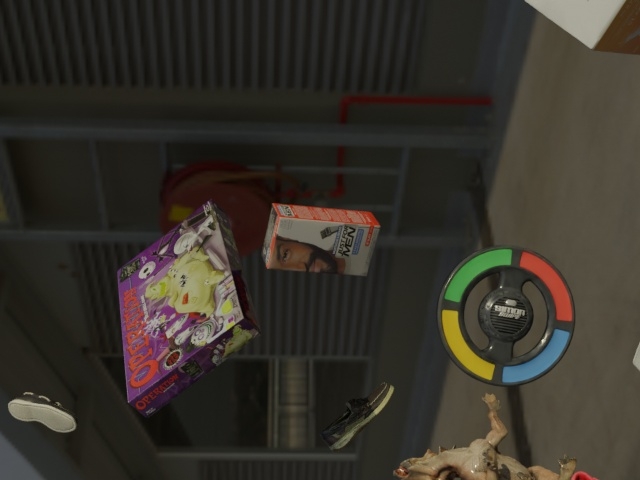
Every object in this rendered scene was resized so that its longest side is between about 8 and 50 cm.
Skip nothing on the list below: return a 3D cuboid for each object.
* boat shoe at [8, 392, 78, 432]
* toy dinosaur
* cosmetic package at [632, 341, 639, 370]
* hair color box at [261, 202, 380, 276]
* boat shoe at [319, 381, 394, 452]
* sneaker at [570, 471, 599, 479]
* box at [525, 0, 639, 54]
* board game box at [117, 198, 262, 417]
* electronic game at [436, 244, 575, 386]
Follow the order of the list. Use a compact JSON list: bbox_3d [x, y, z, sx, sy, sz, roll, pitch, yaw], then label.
[{"bbox_3d":[-0.417,0.260,1.535,0.038,0.125,0.046,-45,-46,-53],"label":"boat shoe"},{"bbox_3d":[0.282,0.387,1.593,0.127,0.295,0.200,-38,-25,-41],"label":"toy dinosaur"},{"bbox_3d":[0.659,0.199,1.697,0.184,0.151,0.152,-120,35,-54],"label":"cosmetic package"},{"bbox_3d":[0.000,0.000,1.561,0.053,0.167,0.093,-118,38,-58],"label":"hair color box"},{"bbox_3d":[0.063,0.293,1.712,0.152,0.049,0.056,-45,4,-14],"label":"boat shoe"},{"bbox_3d":[0.376,0.372,1.427,0.208,0.081,0.094,136,119,-77],"label":"sneaker"},{"bbox_3d":[0.561,-0.468,1.813,0.168,0.345,0.215,45,122,26],"label":"box"},{"bbox_3d":[-0.209,0.089,1.515,0.056,0.208,0.347,43,-168,-31],"label":"board game box"},{"bbox_3d":[0.300,0.121,1.625,0.048,0.229,0.229,143,128,-84],"label":"electronic game"}]
